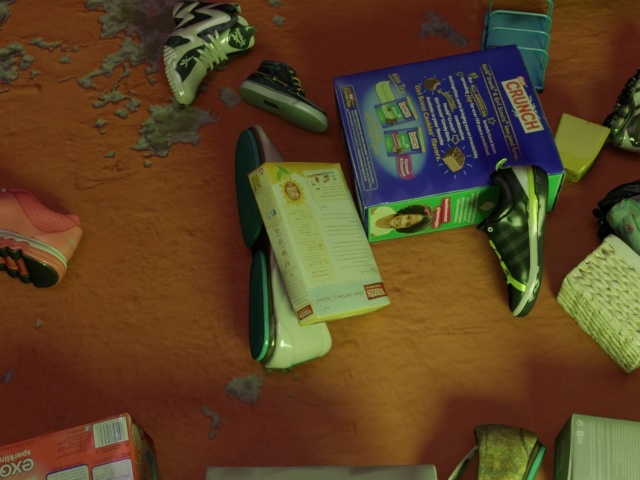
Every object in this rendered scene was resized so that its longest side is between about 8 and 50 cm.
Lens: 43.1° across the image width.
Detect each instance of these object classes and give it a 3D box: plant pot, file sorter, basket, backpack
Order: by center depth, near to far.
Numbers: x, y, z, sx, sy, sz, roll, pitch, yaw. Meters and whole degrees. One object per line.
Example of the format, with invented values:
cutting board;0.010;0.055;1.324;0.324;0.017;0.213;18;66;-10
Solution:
basket;0.434;0.095;1.172;0.103;0.113;0.167;-35;64;-10
backpack;0.517;-0.005;1.219;0.151;0.115;0.182;-14;64;-6
plant pot;0.414;-0.144;1.326;0.081;0.081;0.083;22;77;15
file sorter;0.349;-0.367;1.437;0.118;0.104;0.170;8;62;8

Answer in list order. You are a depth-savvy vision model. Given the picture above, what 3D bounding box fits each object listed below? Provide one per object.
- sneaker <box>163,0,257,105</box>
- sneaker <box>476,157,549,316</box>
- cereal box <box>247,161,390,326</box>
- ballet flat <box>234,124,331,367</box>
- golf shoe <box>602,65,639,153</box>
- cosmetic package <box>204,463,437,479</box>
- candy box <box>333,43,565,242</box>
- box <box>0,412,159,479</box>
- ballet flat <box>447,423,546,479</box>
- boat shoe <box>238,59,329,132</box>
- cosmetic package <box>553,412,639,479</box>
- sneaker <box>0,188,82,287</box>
sneaker;-0.193;-0.350;1.472;0.152;0.094;0.235;-7;50;10
sneaker;0.280;-0.004;1.209;0.097;0.084;0.235;3;97;6
cereal box;0.000;0.000;1.201;0.173;0.047;0.240;-4;71;-49
ballet flat;-0.055;0.007;1.261;0.139;0.139;0.401;-8;65;0
golf shoe;0.549;-0.227;1.370;0.093;0.077;0.198;31;74;7
cosmetic package;-0.003;0.403;0.853;0.284;0.098;0.377;1;30;1
candy box;0.200;-0.160;1.323;0.317;0.122;0.268;-10;61;0
box;-0.369;0.353;1.069;0.299;0.142;0.154;-15;61;-4
ballet flat;0.186;0.388;1.028;0.123;0.123;0.349;20;60;14
boat shoe;-0.050;-0.260;1.429;0.183;0.065;0.083;27;68;19
cosmetic package;0.432;0.299;1.051;0.237;0.127;0.107;8;61;10
sneaker;-0.534;-0.032;1.330;0.313;0.116;0.136;21;54;7
